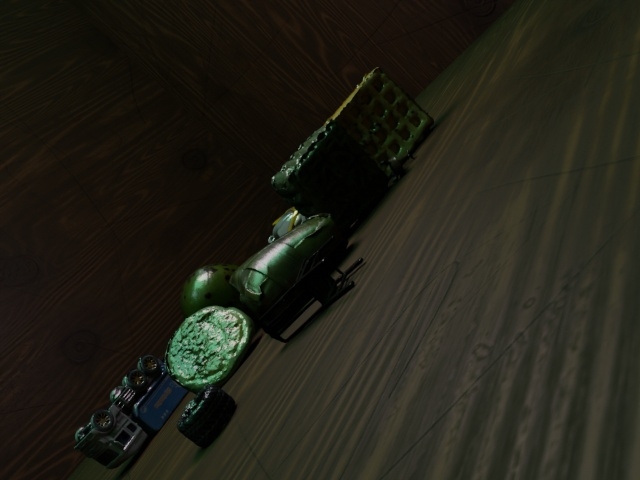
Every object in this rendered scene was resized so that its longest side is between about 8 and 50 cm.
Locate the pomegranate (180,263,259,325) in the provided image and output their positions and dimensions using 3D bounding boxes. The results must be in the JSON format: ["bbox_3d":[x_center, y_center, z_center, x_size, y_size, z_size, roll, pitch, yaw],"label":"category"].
[{"bbox_3d":[-0.285,0.197,1.569,0.242,0.242,0.305,-43,16,35],"label":"pomegranate"}]

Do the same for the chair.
[{"bbox_3d":[-0.024,0.097,1.097,0.212,0.084,0.101,-44,10,30],"label":"chair"}]

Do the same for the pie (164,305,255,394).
[{"bbox_3d":[-0.268,0.261,1.396,0.241,0.054,0.240,-13,50,15],"label":"pie"}]

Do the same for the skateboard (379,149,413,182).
[{"bbox_3d":[0.213,-0.211,1.570,0.080,0.067,0.151,-36,5,15],"label":"skateboard"}]

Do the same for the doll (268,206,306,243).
[{"bbox_3d":[-0.042,-0.064,1.819,0.317,0.145,0.103,-28,-23,21],"label":"doll"}]

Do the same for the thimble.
[{"bbox_3d":[-0.203,0.311,1.030,0.095,0.066,0.104,-48,9,3],"label":"thimble"}]

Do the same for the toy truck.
[{"bbox_3d":[-0.521,0.470,1.644,0.146,0.175,0.367,-44,6,37],"label":"toy truck"}]

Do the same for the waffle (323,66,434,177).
[{"bbox_3d":[0.136,-0.304,1.710,0.376,0.261,0.114,-49,12,-17],"label":"waffle"}]

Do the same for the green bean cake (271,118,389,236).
[{"bbox_3d":[0.032,-0.153,1.523,0.241,0.255,0.132,-49,16,-24],"label":"green bean cake"}]

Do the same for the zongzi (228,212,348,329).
[{"bbox_3d":[-0.098,0.047,1.397,0.286,0.138,0.300,-47,24,-13],"label":"zongzi"}]
